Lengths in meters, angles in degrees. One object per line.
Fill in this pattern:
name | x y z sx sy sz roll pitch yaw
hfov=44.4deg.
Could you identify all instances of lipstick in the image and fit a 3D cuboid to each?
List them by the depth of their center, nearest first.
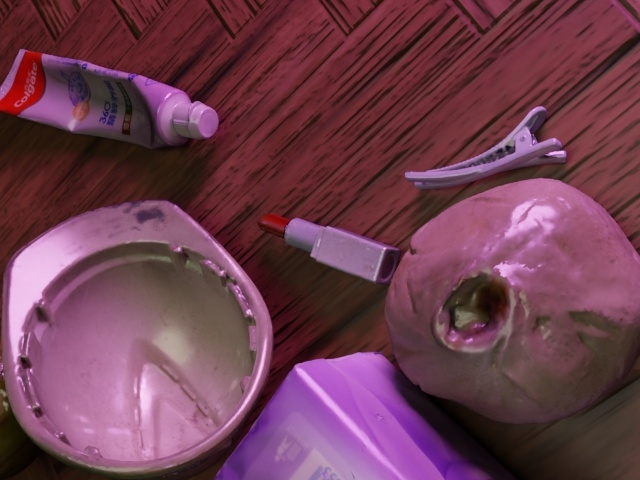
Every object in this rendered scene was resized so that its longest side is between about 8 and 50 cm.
lipstick | -0.001 0.001 0.633 0.129 0.030 0.030 20 96 29

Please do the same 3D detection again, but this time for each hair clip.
hair clip | 0.118 -0.063 0.573 0.115 0.030 0.039 -16 60 26

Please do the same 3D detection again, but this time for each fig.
fig | -0.263 0.150 0.731 0.245 0.149 0.149 -9 81 11

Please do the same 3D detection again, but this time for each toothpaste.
toothpaste | -0.219 -0.137 0.764 0.301 0.048 0.075 16 99 32

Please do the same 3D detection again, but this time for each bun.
bun | 0.119 0.041 0.513 0.173 0.113 0.166 -46 66 17

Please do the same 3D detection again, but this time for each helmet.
helmet | -0.143 0.104 0.650 0.204 0.137 0.257 -21 52 -14

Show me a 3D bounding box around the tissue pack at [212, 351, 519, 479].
tissue pack | 0.068 0.271 0.501 0.338 0.160 0.242 42 108 25
